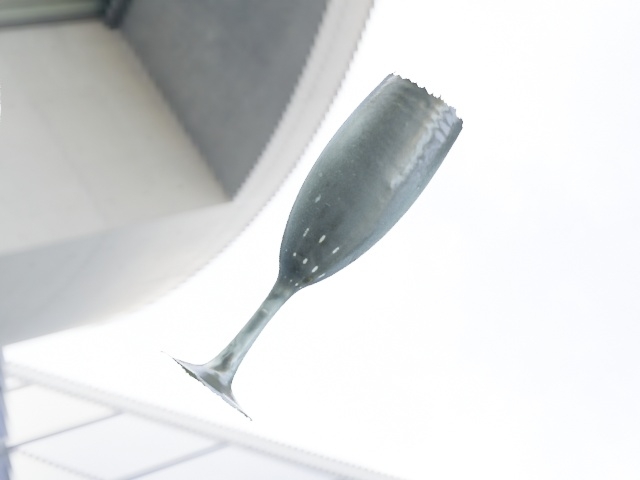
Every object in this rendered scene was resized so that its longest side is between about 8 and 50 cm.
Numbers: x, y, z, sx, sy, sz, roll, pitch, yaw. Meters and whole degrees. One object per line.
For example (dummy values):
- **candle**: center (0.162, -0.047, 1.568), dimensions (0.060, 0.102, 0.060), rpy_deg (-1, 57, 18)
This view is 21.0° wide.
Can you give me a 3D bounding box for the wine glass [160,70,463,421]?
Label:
- **wine glass**: center (0.000, 0.000, 0.914), dimensions (0.066, 0.066, 0.198), rpy_deg (32, -99, 36)
